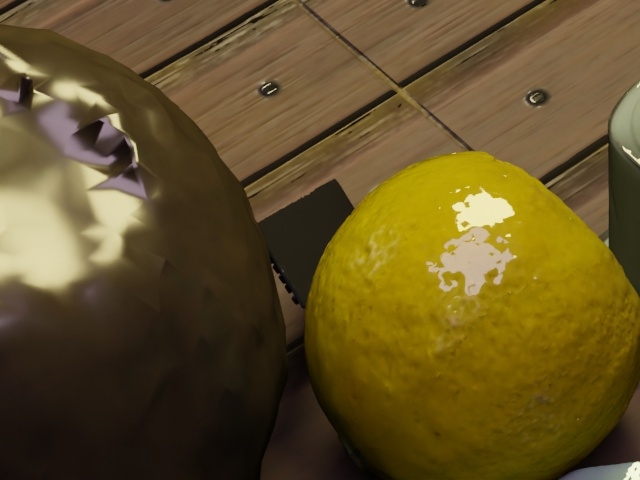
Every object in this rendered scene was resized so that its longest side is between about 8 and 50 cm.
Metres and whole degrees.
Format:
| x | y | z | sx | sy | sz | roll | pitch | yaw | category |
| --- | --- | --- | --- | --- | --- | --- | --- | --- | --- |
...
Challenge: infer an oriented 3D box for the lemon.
| x | y | z | sx | sy | sz | roll | pitch | yaw | category |
| --- | --- | --- | --- | --- | --- | --- | --- | --- | --- |
| 0.095 | 0.074 | 1.367 | 0.219 | 0.240 | 0.240 | -45 | 57 | -11 | lemon |

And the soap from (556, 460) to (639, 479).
| x | y | z | sx | sy | sz | roll | pitch | yaw | category |
| --- | --- | --- | --- | --- | --- | --- | --- | --- | --- |
| 0.185 | 0.235 | 1.309 | 0.230 | 0.091 | 0.145 | -29 | 52 | -14 | soap |

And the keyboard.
| x | y | z | sx | sy | sz | roll | pitch | yaw | category |
| --- | --- | --- | --- | --- | --- | --- | --- | --- | --- |
| -0.001 | 0.001 | 1.489 | 0.015 | 0.196 | 0.074 | -36 | 90 | 21 | keyboard |

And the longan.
| x | y | z | sx | sy | sz | roll | pitch | yaw | category |
| --- | --- | --- | --- | --- | --- | --- | --- | --- | --- |
| -0.236 | 0.046 | 1.343 | 0.435 | 0.404 | 0.404 | 9 | 52 | 19 | longan |

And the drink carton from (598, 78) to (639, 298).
| x | y | z | sx | sy | sz | roll | pitch | yaw | category |
| --- | --- | --- | --- | --- | --- | --- | --- | --- | --- |
| 0.291 | -0.030 | 1.459 | 0.191 | 0.190 | 0.185 | -36 | 49 | -21 | drink carton |
